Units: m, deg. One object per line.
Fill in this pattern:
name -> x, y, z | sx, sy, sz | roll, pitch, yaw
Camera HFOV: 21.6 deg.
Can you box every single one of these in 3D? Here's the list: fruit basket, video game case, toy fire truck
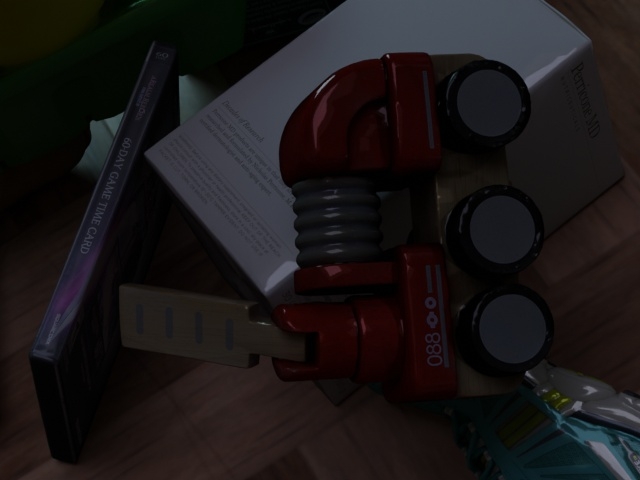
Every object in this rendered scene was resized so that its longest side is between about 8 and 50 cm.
fruit basket -> -0.245, -0.220, 1.253 | 0.392, 0.392, 0.283 | -30, 61, -1
video game case -> -0.158, 0.011, 1.281 | 0.026, 0.196, 0.274 | 16, 62, 5
toy fire truck -> 0.000, 0.000, 1.072 | 0.246, 0.158, 0.217 | -3, 84, -14

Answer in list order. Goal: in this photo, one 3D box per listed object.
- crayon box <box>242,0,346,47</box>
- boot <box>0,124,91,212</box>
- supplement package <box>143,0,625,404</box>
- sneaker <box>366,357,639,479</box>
crayon box -> -0.055, -0.327, 1.538 | 0.203, 0.083, 0.323 | -14, 55, 11
boot -> -0.289, 0.031, 1.389 | 0.236, 0.089, 0.269 | -20, 55, 14
supplement package -> 0.054, -0.057, 1.258 | 0.293, 0.177, 0.175 | -38, 54, -7
sneaker -> 0.138, 0.135, 1.151 | 0.275, 0.107, 0.110 | 22, 76, 30
